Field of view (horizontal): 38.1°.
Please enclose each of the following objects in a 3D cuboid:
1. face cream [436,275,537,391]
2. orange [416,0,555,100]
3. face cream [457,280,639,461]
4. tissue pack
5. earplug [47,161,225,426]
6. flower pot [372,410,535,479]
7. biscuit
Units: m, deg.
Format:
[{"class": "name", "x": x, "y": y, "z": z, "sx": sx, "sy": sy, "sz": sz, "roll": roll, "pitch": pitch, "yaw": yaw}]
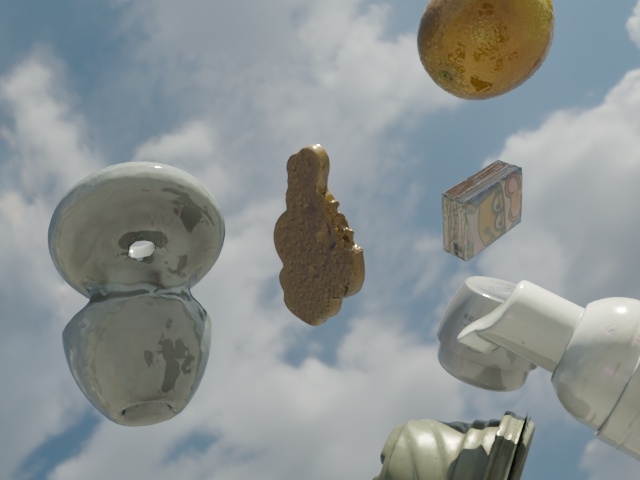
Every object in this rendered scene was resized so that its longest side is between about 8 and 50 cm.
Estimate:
[{"class": "face cream", "x": 0.190, "y": 0.103, "z": 1.028, "sx": 0.117, "sy": 0.117, "sz": 0.104, "roll": 2, "pitch": -70, "yaw": -35}, {"class": "orange", "x": 0.279, "y": -0.352, "z": 1.569, "sx": 0.236, "sy": 0.236, "sz": 0.236, "roll": -17, "pitch": -51, "yaw": -23}, {"class": "face cream", "x": 0.313, "y": 0.134, "z": 0.863, "sx": 0.145, "sy": 0.370, "sz": 0.145, "roll": -58, "pitch": -15, "yaw": -24}, {"class": "tissue pack", "x": 0.270, "y": -0.052, "z": 1.551, "sx": 0.155, "sy": 0.065, "sz": 0.115, "roll": -32, "pitch": -49, "yaw": -34}, {"class": "earplug", "x": -0.219, "y": 0.064, "z": 1.131, "sx": 0.214, "sy": 0.175, "sz": 0.325, "roll": -2, "pitch": -79, "yaw": -17}, {"class": "flower pot", "x": 0.128, "y": 0.273, "z": 0.963, "sx": 0.235, "sy": 0.141, "sz": 0.235, "roll": 14, "pitch": -90, "yaw": -72}, {"class": "biscuit", "x": -0.006, "y": -0.005, "z": 1.547, "sx": 0.047, "sy": 0.183, "sz": 0.319, "roll": -27, "pitch": -66, "yaw": -45}]
